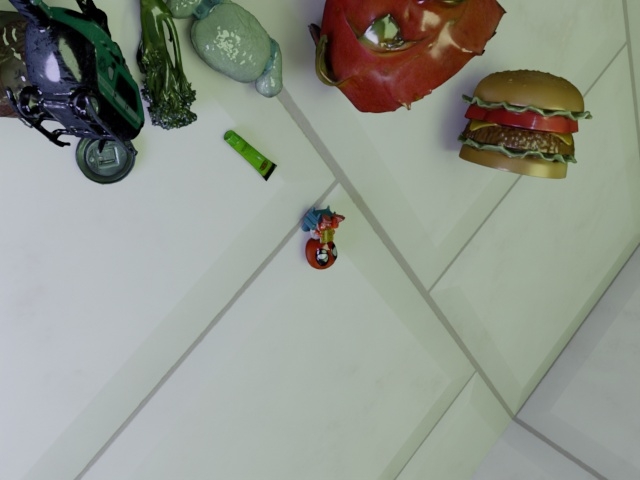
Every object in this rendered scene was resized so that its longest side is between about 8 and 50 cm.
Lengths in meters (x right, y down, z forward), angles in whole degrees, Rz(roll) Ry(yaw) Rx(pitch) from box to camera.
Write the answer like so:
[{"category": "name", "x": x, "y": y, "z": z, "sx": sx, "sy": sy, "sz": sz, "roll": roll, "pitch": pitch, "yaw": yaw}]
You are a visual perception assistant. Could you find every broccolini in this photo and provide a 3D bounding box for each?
[{"category": "broccolini", "x": -0.246, "y": -0.333, "z": 0.691, "sx": 0.079, "sy": 0.074, "sz": 0.391, "roll": -20, "pitch": 122, "yaw": -12}]

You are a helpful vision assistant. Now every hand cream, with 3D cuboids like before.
[{"category": "hand cream", "x": -0.121, "y": -0.149, "z": 0.920, "sx": 0.036, "sy": 0.023, "sz": 0.122, "roll": -58, "pitch": 138, "yaw": -7}]

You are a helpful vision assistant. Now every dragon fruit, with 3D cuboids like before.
[{"category": "dragon fruit", "x": 0.107, "y": -0.373, "z": 0.830, "sx": 0.305, "sy": 0.305, "sz": 0.226, "roll": -52, "pitch": 126, "yaw": -7}]

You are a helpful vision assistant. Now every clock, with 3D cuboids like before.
[{"category": "clock", "x": -0.315, "y": -0.124, "z": 0.774, "sx": 0.085, "sy": 0.017, "sz": 0.085, "roll": -19, "pitch": 122, "yaw": -33}]

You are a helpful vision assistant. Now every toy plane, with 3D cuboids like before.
[{"category": "toy plane", "x": -0.274, "y": -0.208, "z": 0.567, "sx": 0.381, "sy": 0.107, "sz": 0.155, "roll": 69, "pitch": 27, "yaw": -73}]

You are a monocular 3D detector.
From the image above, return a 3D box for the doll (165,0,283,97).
[{"category": "doll", "x": -0.132, "y": -0.301, "z": 0.799, "sx": 0.214, "sy": 0.071, "sz": 0.103, "roll": 32, "pitch": 93, "yaw": -35}]

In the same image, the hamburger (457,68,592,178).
[{"category": "hamburger", "x": 0.444, "y": -0.266, "z": 1.163, "sx": 0.275, "sy": 0.275, "sz": 0.212, "roll": -6, "pitch": 113, "yaw": -38}]

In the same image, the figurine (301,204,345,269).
[{"category": "figurine", "x": 0.000, "y": 0.000, "z": 1.061, "sx": 0.068, "sy": 0.075, "sz": 0.140, "roll": -15, "pitch": 130, "yaw": -36}]

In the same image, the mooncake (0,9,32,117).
[{"category": "mooncake", "x": -0.354, "y": -0.213, "z": 0.660, "sx": 0.125, "sy": 0.073, "sz": 0.129, "roll": -4, "pitch": 115, "yaw": -40}]
